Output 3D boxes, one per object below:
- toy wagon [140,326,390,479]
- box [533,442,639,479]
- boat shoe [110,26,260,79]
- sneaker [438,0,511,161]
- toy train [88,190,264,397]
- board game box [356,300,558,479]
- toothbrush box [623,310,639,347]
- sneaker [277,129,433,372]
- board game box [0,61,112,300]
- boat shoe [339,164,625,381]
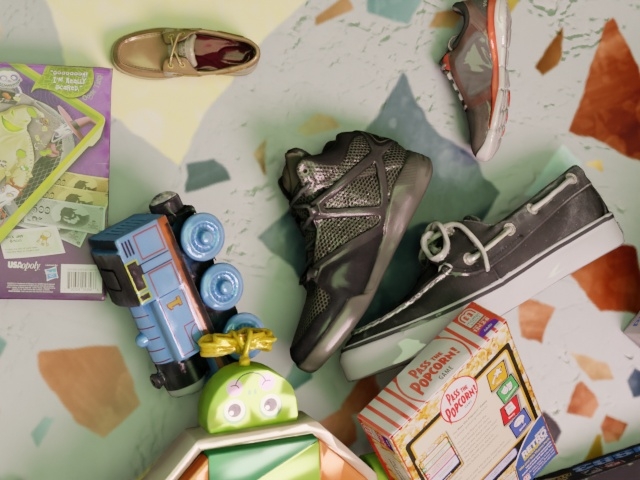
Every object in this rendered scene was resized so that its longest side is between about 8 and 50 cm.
[{"bbox_3d":[-0.061,0.247,1.257,0.267,0.068,0.344,-6,102,-22],"label":"toy wagon"},{"bbox_3d":[0.340,0.339,1.392,0.295,0.073,0.293,-16,91,-12],"label":"box"},{"bbox_3d":[-0.119,-0.171,1.315,0.135,0.045,0.050,-4,89,-13],"label":"boat shoe"},{"bbox_3d":[0.144,-0.153,1.380,0.065,0.061,0.158,2,86,14],"label":"sneaker"},{"bbox_3d":[-0.123,0.052,1.275,0.105,0.080,0.184,-29,107,-25],"label":"toy train"},{"bbox_3d":[0.124,0.170,1.277,0.147,0.045,0.193,-42,134,-19],"label":"board game box"},{"bbox_3d":[0.430,0.045,1.313,0.122,0.283,0.206,41,80,-7],"label":"toothbrush box"},{"bbox_3d":[0.000,0.000,1.319,0.130,0.087,0.227,26,79,-9],"label":"sneaker"},{"bbox_3d":[-0.355,-0.054,1.258,0.346,0.056,0.208,2,92,-13],"label":"board game box"},{"bbox_3d":[0.136,0.023,1.335,0.306,0.113,0.105,-28,88,-15],"label":"boat shoe"}]
